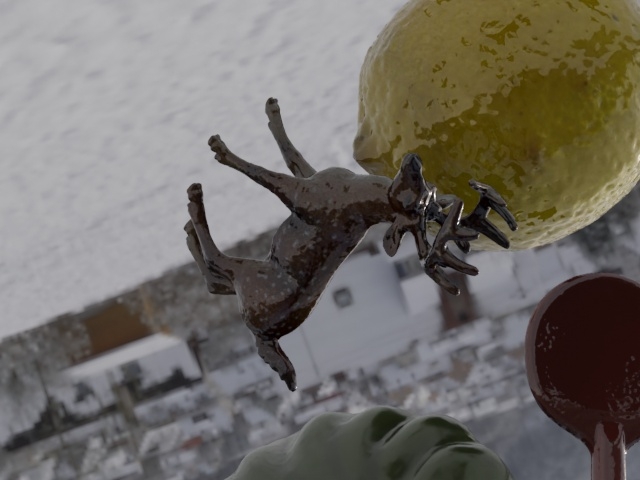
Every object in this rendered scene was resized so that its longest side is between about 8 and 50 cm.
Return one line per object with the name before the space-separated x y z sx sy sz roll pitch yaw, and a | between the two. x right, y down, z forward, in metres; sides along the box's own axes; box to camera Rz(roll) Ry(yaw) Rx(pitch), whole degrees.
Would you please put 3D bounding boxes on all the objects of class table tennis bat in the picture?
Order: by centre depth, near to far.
table tennis bat | 0.164 0.093 0.711 0.098 0.154 0.019 5 165 -7

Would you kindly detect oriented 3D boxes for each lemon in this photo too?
lemon | 0.205 -0.145 1.327 0.336 0.336 0.336 -20 172 -3

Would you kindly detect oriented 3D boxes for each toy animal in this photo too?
toy animal | 0.012 -0.004 1.007 0.087 0.260 0.243 -16 141 -51

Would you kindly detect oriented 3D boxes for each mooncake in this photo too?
mooncake | 0.028 0.299 1.127 0.351 0.187 0.351 -23 -153 13
